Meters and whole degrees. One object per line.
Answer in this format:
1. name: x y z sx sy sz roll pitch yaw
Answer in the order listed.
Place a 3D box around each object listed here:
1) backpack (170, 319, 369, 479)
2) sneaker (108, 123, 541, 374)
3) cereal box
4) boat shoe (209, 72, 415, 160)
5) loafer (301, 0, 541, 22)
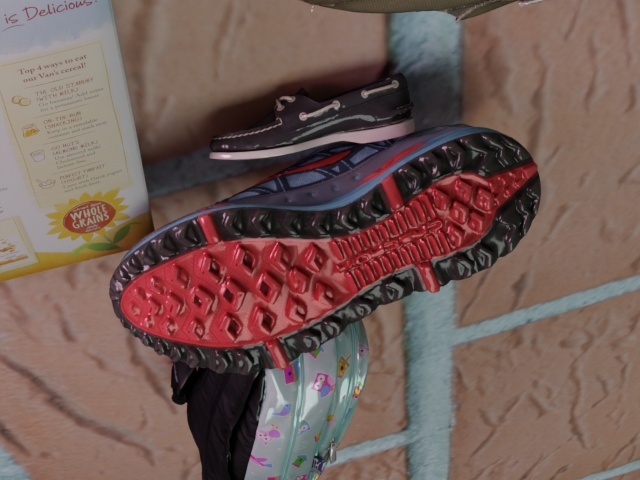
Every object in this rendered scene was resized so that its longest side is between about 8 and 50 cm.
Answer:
1. backpack: -0.038 0.108 0.864 0.115 0.152 0.182 -7 136 -28
2. sneaker: 0.000 0.000 0.708 0.261 0.125 0.104 -17 107 -3
3. cereal box: -0.184 -0.057 0.593 0.173 0.047 0.240 -14 148 -11
4. boat shoe: -0.006 -0.072 0.676 0.125 0.038 0.046 -10 -169 -4
5. loafer: 0.088 -0.160 0.555 0.251 0.094 0.087 -5 172 -5
